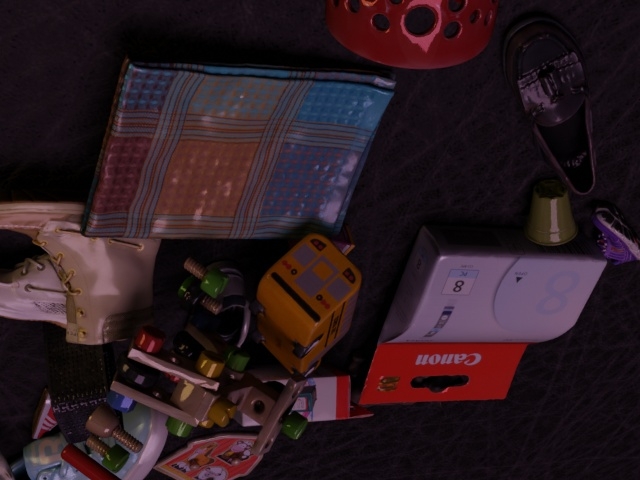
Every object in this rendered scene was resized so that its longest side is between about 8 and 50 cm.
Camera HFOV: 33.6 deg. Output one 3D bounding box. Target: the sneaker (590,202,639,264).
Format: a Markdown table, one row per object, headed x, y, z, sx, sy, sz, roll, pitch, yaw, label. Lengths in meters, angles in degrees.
| x | y | z | sx | sy | sz | roll | pitch | yaw | label |
| --- | --- | --- | --- | --- | --- | --- | --- | --- | --- |
| 0.476 | 0.000 | 1.733 | 0.071 | 0.068 | 0.170 | -27 | 141 | 20 | sneaker |

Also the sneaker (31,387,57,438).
| x | y | z | sx | sy | sz | roll | pitch | yaw | label |
| --- | --- | --- | --- | --- | --- | --- | --- | --- | --- |
| -0.437 | 0.291 | 1.756 | 0.067 | 0.042 | 0.118 | 10 | 132 | -25 | sneaker |

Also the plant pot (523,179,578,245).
| x | y | z | sx | sy | sz | roll | pitch | yaw | label |
| --- | --- | --- | --- | --- | --- | --- | --- | --- | --- |
| 0.353 | -0.049 | 1.628 | 0.083 | 0.083 | 0.079 | -14 | 128 | -4 | plant pot |

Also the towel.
| x | y | z | sx | sy | sz | roll | pitch | yaw | label |
| --- | --- | --- | --- | --- | --- | --- | --- | --- | --- |
| -0.099 | -0.105 | 1.346 | 0.370 | 0.040 | 0.271 | -1 | 130 | -31 | towel |

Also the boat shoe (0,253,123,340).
| x | y | z | sx | sy | sz | roll | pitch | yaw | label |
| --- | --- | --- | --- | --- | --- | --- | --- | --- | --- |
| -0.384 | 0.059 | 1.474 | 0.277 | 0.098 | 0.096 | 15 | 104 | -23 | boat shoe |

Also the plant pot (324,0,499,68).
| x | y | z | sx | sy | sz | roll | pitch | yaw | label |
| --- | --- | --- | --- | --- | --- | --- | --- | --- | --- |
| 0.103 | -0.306 | 1.142 | 0.191 | 0.191 | 0.174 | -8 | 132 | -12 | plant pot |

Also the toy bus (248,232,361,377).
| x | y | z | sx | sy | sz | roll | pitch | yaw | label |
| --- | --- | --- | --- | --- | --- | --- | --- | --- | --- |
| -0.023 | 0.109 | 1.571 | 0.130 | 0.108 | 0.332 | -43 | 168 | -14 | toy bus |

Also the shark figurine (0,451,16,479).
| x | y | z | sx | sy | sz | roll | pitch | yaw | label |
| --- | --- | --- | --- | --- | --- | --- | --- | --- | --- |
| -0.582 | 0.359 | 1.737 | 0.116 | 0.166 | 0.278 | -2 | 148 | 44 | shark figurine |

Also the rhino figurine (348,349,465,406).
| x | y | z | sx | sy | sz | roll | pitch | yaw | label |
| --- | --- | --- | --- | --- | --- | --- | --- | --- | --- |
| 0.154 | 0.255 | 1.907 | 0.243 | 0.073 | 0.106 | 5 | 131 | -24 | rhino figurine |

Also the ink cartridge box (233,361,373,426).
| x | y | z | sx | sy | sz | roll | pitch | yaw | label |
| --- | --- | --- | --- | --- | --- | --- | --- | --- | --- |
| -0.038 | 0.253 | 1.778 | 0.231 | 0.134 | 0.078 | -1 | 95 | -21 | ink cartridge box |

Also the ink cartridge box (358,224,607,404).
| x | y | z | sx | sy | sz | roll | pitch | yaw | label |
| --- | --- | --- | --- | --- | --- | --- | --- | --- | --- |
| 0.259 | 0.153 | 1.761 | 0.308 | 0.091 | 0.385 | 2 | 125 | -23 | ink cartridge box |

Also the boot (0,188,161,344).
| x | y | z | sx | sy | sz | roll | pitch | yaw | label |
| --- | --- | --- | --- | --- | --- | --- | --- | --- | --- |
| -0.335 | 0.036 | 1.385 | 0.262 | 0.095 | 0.203 | 0 | 103 | -28 | boot |

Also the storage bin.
| x | y | z | sx | sy | sz | roll | pitch | yaw | label |
| --- | --- | --- | --- | --- | --- | --- | --- | --- | --- |
| -0.350 | 0.194 | 1.563 | 0.084 | 0.180 | 0.122 | -12 | 141 | -6 | storage bin |

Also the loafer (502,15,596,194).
| x | y | z | sx | sy | sz | roll | pitch | yaw | label |
| --- | --- | --- | --- | --- | --- | --- | --- | --- | --- |
| 0.329 | -0.177 | 1.443 | 0.109 | 0.095 | 0.302 | -24 | 141 | 8 | loafer |

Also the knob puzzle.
| x | y | z | sx | sy | sz | roll | pitch | yaw | label |
| --- | --- | --- | --- | --- | --- | --- | --- | --- | --- |
| -0.190 | 0.420 | 2.010 | 0.213 | 0.030 | 0.213 | -10 | 140 | -9 | knob puzzle |

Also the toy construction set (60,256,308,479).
| x | y | z | sx | sy | sz | roll | pitch | yaw | label |
| --- | --- | --- | --- | --- | --- | --- | --- | --- | --- |
| -0.158 | 0.234 | 1.424 | 0.309 | 0.237 | 0.257 | -53 | 169 | -14 | toy construction set |

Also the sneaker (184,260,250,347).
| x | y | z | sx | sy | sz | roll | pitch | yaw | label |
| --- | --- | --- | --- | --- | --- | --- | --- | --- | --- |
| -0.161 | 0.146 | 1.646 | 0.094 | 0.091 | 0.258 | -7 | 140 | -13 | sneaker |

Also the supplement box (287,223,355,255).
| x | y | z | sx | sy | sz | roll | pitch | yaw | label |
| --- | --- | --- | --- | --- | --- | --- | --- | --- | --- |
| 0.000 | 0.000 | 1.572 | 0.083 | 0.043 | 0.055 | 16 | 132 | -35 | supplement box |

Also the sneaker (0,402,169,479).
| x | y | z | sx | sy | sz | roll | pitch | yaw | label |
| --- | --- | --- | --- | --- | --- | --- | --- | --- | --- |
| -0.414 | 0.373 | 1.787 | 0.366 | 0.135 | 0.150 | -38 | 142 | 23 | sneaker |
